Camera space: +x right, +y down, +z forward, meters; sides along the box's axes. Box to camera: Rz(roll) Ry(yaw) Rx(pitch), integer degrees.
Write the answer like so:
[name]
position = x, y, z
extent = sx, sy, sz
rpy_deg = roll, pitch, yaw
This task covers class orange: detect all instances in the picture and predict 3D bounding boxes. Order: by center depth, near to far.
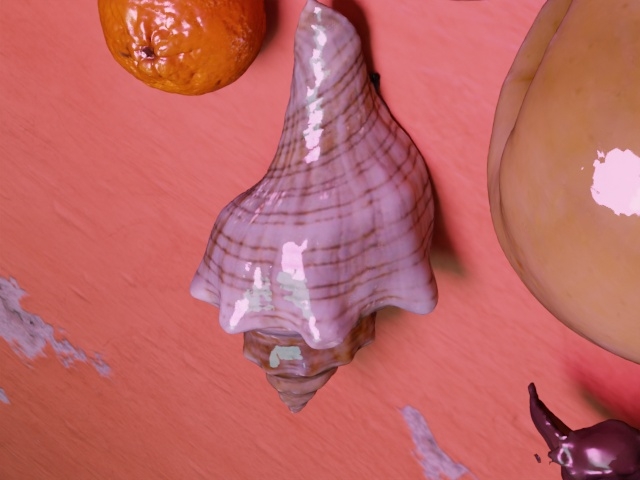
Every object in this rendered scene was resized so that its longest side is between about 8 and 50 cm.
[orange]
position = -0.110, -0.174, 0.770
extent = 0.136, 0.117, 0.135
rpy_deg = 24, 132, 30

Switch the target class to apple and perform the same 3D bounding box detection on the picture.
[apple]
position = 0.204, -0.052, 0.474
extent = 0.262, 0.262, 0.262
rpy_deg = 27, 140, 25

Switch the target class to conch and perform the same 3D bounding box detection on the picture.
[conch]
position = -0.003, 0.011, 0.809
extent = 0.203, 0.169, 0.386
rpy_deg = 11, 140, 3

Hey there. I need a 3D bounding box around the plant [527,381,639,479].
[plant]
position = 0.259, 0.230, 0.729
extent = 0.204, 0.234, 0.178
rpy_deg = -6, 145, 22
